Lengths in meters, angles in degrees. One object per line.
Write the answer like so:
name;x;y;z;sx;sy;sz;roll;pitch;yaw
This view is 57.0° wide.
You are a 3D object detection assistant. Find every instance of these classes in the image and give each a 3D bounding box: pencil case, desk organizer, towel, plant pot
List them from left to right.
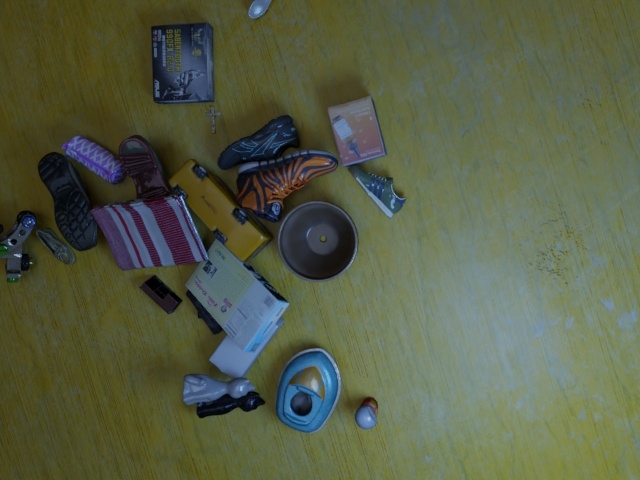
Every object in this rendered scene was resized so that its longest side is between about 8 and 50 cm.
pencil case;-0.712;-0.257;1.869;0.206;0.088;0.086;30;102;7
towel;-0.525;-0.017;1.802;0.328;0.037;0.237;-6;120;22
desk organizer;-0.508;0.171;1.883;0.130;0.047;0.050;41;98;5
plant pot;0.000;0.000;1.736;0.237;0.109;0.238;1;94;12

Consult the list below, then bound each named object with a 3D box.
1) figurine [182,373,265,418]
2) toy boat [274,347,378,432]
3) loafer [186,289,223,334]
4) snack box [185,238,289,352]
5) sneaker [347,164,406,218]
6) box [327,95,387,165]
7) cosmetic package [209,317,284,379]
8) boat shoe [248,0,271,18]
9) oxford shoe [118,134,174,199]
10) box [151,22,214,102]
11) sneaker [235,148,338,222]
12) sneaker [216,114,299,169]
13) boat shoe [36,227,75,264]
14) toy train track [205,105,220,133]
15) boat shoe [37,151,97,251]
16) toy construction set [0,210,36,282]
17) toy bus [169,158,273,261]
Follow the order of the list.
figurine;-0.290;0.467;1.793;0.209;0.215;0.092;-4;57;6
toy boat;0.021;0.466;1.749;0.318;0.148;0.268;16;97;10
loafer;-0.368;0.224;1.853;0.061;0.062;0.170;-45;84;16
snack box;-0.256;0.159;1.763;0.322;0.060;0.187;42;102;31
sneaker;0.172;-0.161;1.712;0.086;0.064;0.192;-40;95;9
box;0.108;-0.312;1.699;0.130;0.091;0.171;-15;91;12
cosmetic package;-0.227;0.308;1.820;0.117;0.085;0.231;39;102;7
boat shoe;-0.173;-0.717;1.751;0.046;0.038;0.125;27;109;-34
oxford shoe;-0.512;-0.163;1.828;0.122;0.130;0.349;-11;112;0
box;-0.421;-0.539;1.805;0.182;0.056;0.231;1;95;12
sneaker;-0.096;-0.148;1.712;0.320;0.124;0.180;-11;66;22
sneaker;-0.186;-0.269;1.758;0.267;0.101;0.106;-28;91;12
boat shoe;-0.875;0.021;1.943;0.056;0.048;0.153;-41;86;12
toy train track;-0.334;-0.373;1.822;0.048;0.014;0.083;-1;95;12
boat shoe;-0.782;-0.125;1.878;0.122;0.120;0.324;-21;86;0
toy construction set;-1.081;0.018;1.917;0.308;0.257;0.238;16;111;30
toy bus;-0.299;-0.093;1.777;0.108;0.130;0.333;-44;85;12
